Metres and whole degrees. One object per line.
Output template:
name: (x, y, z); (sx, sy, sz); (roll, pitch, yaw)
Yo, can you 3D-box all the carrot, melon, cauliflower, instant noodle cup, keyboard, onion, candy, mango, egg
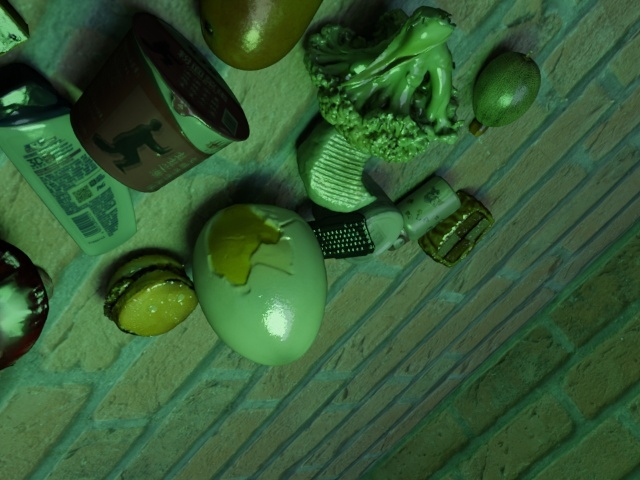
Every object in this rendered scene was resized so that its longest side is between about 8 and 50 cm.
carrot: (0.441, -0.330, 1.400); (0.171, 0.042, 0.042); (-46, 143, 14)
melon: (0.428, -0.350, 1.283); (0.139, 0.139, 0.192); (-6, 138, -35)
cauliflower: (0.137, -0.296, 1.010); (0.326, 0.260, 0.281); (28, 120, -21)
instant noodle cup: (-0.250, -0.196, 0.853); (0.178, 0.235, 0.234); (-35, 146, 17)
keyboard: (0.000, 0.000, 1.269); (0.016, 0.262, 0.106); (-45, 120, -49)
onion: (-0.577, 0.115, 0.913); (0.251, 0.219, 0.252); (-2, 115, -3)
candy: (-0.565, 0.093, 1.066); (0.103, 0.043, 0.103); (-20, 142, -16)
mango: (-0.081, -0.380, 0.843); (0.255, 0.139, 0.175); (-53, 153, 11)
egg: (-0.122, 0.093, 1.181); (0.282, 0.345, 0.283); (-12, 174, -1)

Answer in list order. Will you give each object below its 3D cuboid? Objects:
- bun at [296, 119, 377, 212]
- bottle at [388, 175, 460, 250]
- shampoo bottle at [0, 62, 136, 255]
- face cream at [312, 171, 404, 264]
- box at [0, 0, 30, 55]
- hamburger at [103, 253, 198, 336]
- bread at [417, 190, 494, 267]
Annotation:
bun: (0.050, -0.169, 1.194); (0.203, 0.126, 0.212); (38, 99, -27)
bottle: (0.251, -0.064, 1.492); (0.233, 0.110, 0.110); (-37, 144, 1)
shampoo bottle: (-0.410, -0.121, 0.918); (0.134, 0.078, 0.360); (-30, 144, -14)
face cream: (0.090, -0.053, 1.337); (0.177, 0.153, 0.177); (-22, 144, -17)
box: (-0.512, -0.257, 0.688); (0.240, 0.071, 0.159); (-32, 142, -3)
hamburger: (-0.368, 0.117, 1.190); (0.190, 0.118, 0.182); (-29, 141, -14)
bread: (0.404, -0.031, 1.665); (0.181, 0.096, 0.222); (16, 119, -48)
